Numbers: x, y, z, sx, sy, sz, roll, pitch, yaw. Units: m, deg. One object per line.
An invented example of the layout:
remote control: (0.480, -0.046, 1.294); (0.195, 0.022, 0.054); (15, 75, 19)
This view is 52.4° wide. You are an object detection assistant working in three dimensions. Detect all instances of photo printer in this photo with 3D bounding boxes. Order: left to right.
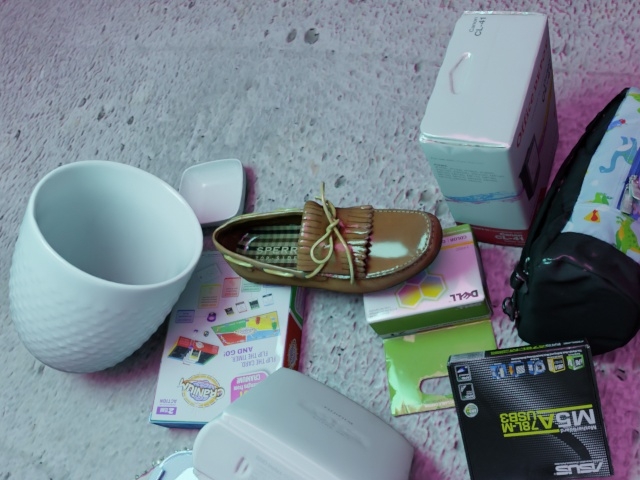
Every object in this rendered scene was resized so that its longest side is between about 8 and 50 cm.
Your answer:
photo printer: (-0.002, 0.284, 0.873); (0.256, 0.307, 0.107); (29, 97, 11)

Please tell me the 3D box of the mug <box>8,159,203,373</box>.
mug: (-0.377, 0.046, 1.163); (0.276, 0.328, 0.374); (32, 37, -5)

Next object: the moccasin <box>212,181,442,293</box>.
moccasin: (0.001, -0.003, 1.007); (0.380, 0.147, 0.139); (4, 70, 33)

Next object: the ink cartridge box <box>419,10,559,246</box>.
ink cartridge box: (0.270, -0.155, 0.986); (0.131, 0.306, 0.226); (11, 71, 26)

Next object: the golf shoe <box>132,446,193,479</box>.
golf shoe: (-0.271, 0.450, 1.036); (0.306, 0.115, 0.140); (-41, 68, 7)

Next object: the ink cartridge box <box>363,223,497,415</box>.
ink cartridge box: (0.172, 0.124, 1.014); (0.189, 0.097, 0.255); (-14, 60, 15)

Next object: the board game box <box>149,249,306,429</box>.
board game box: (-0.155, 0.168, 1.141); (0.242, 0.064, 0.316); (-3, 64, 21)

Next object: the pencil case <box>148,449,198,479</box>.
pencil case: (-0.139, 0.374, 0.917); (0.124, 0.273, 0.113); (35, 76, 28)

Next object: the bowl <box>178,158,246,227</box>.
bowl: (-0.209, -0.087, 1.295); (0.142, 0.053, 0.142); (-8, 63, 19)

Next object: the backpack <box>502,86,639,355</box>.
backpack: (0.422, -0.038, 0.908); (0.273, 0.290, 0.355); (11, 63, 17)

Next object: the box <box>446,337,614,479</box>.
box: (0.285, 0.237, 0.892); (0.191, 0.045, 0.184); (-10, 93, 17)
